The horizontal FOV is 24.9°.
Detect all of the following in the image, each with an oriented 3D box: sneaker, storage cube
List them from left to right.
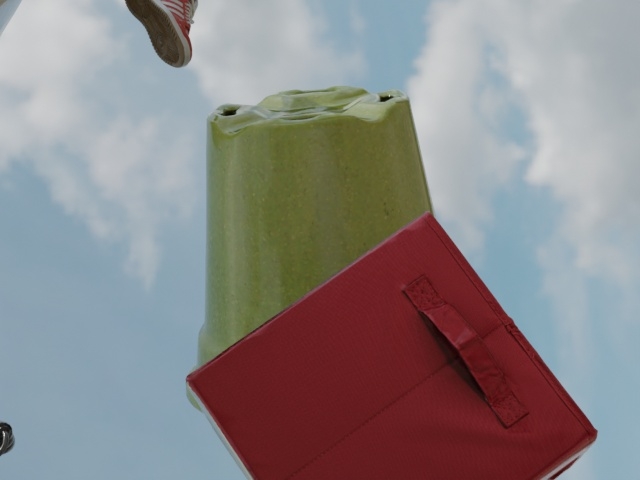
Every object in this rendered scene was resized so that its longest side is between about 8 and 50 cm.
[{"bbox_3d":[-0.128,-0.202,1.328,0.067,0.118,0.042,-6,-43,-34],"label":"sneaker"},{"bbox_3d":[0.045,0.128,0.977,0.193,0.184,0.215,-34,-14,-9],"label":"storage cube"}]

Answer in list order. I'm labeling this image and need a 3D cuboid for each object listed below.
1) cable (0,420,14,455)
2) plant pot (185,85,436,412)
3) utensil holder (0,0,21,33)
[{"bbox_3d":[-0.350,0.168,1.213,0.150,0.184,0.047,-155,60,-74],"label":"cable"},{"bbox_3d":[0.000,0.000,1.291,0.276,0.276,0.254,-28,-64,-55],"label":"plant pot"},{"bbox_3d":[-0.431,-0.276,1.337,0.327,0.385,0.328,4,-101,-21],"label":"utensil holder"}]
